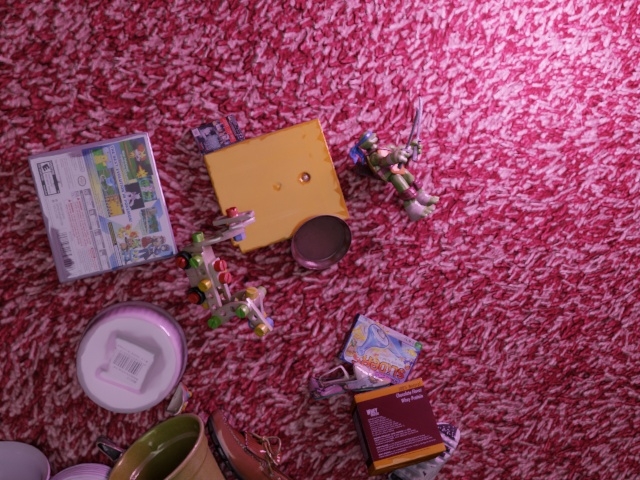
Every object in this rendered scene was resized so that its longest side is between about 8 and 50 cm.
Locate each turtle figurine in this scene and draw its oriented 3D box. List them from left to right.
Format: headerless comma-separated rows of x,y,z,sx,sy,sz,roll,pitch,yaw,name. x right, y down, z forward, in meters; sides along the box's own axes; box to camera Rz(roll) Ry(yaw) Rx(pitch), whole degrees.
0.242,-0.206,1.745,0.275,0.198,0.266,-34,101,-4,turtle figurine

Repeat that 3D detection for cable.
-0.592,0.692,1.674,0.257,0.089,0.257,-23,95,-9,cable

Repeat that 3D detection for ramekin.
-0.474,0.295,1.661,0.277,0.135,0.277,0,92,-11,ramekin

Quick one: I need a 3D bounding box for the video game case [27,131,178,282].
-0.548,-0.085,1.686,0.300,0.036,0.328,-14,93,-9,video game case

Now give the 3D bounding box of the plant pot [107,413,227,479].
-0.340,0.619,1.649,0.276,0.276,0.253,-35,109,-7,plant pot

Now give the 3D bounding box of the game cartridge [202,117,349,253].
-0.115,-0.142,1.759,0.324,0.053,0.285,-18,95,-7,game cartridge

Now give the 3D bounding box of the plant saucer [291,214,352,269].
0.000,0.000,1.761,0.169,0.029,0.168,-10,123,-15,plant saucer

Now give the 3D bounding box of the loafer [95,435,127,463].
-0.527,0.551,1.707,0.125,0.039,0.045,38,84,-9,loafer

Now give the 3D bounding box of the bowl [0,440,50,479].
-0.788,0.621,1.563,0.298,0.298,0.134,-3,115,-10,bowl

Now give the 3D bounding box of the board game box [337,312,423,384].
0.164,0.303,1.826,0.201,0.035,0.136,25,87,-10,board game box

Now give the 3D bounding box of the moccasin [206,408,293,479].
-0.150,0.579,1.728,0.147,0.139,0.380,-42,96,-13,moccasin

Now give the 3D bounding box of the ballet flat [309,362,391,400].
0.075,0.371,1.778,0.222,0.077,0.079,-12,91,8,ballet flat

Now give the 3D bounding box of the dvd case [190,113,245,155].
-0.267,-0.274,1.721,0.120,0.013,0.087,-23,64,-10,dvd case

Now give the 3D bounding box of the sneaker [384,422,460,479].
0.278,0.626,1.832,0.292,0.110,0.118,-42,142,-20,sneaker

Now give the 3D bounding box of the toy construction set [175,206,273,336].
-0.236,0.083,1.667,0.215,0.151,0.327,-3,99,28,toy construction set

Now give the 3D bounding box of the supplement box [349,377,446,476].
0.199,0.493,1.753,0.192,0.129,0.194,-13,64,-10,supplement box

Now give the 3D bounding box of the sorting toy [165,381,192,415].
-0.363,0.420,1.714,0.045,0.075,0.083,27,87,-10,sorting toy
